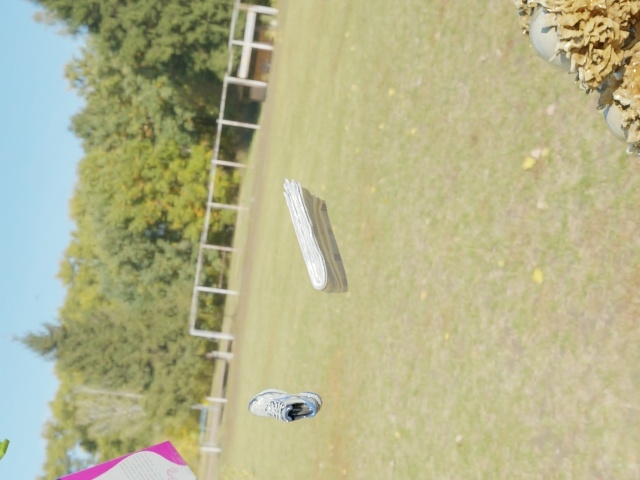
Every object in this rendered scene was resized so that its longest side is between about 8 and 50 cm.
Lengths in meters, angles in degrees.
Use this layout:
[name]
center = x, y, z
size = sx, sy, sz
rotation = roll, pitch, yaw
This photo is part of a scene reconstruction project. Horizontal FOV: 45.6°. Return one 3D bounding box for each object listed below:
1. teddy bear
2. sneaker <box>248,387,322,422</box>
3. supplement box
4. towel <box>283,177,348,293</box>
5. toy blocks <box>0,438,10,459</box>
[teddy bear]
center = 0.258, -0.223, 0.554
size = 0.338, 0.245, 0.113
rotation = -47, 18, -25
[sneaker]
center = -0.066, 0.300, 1.372
size = 0.058, 0.135, 0.052
rotation = -69, -27, -76
[supplement box]
center = -0.341, 0.456, 1.334
size = 0.111, 0.220, 0.114
rotation = 38, 128, 42
[towel]
center = 0.000, 0.000, 1.457
size = 0.285, 0.034, 0.209
rotation = 25, -133, -77
[toy blocks]
center = -0.817, 0.472, 1.424
size = 0.381, 0.261, 0.191
rotation = -48, 20, 7
